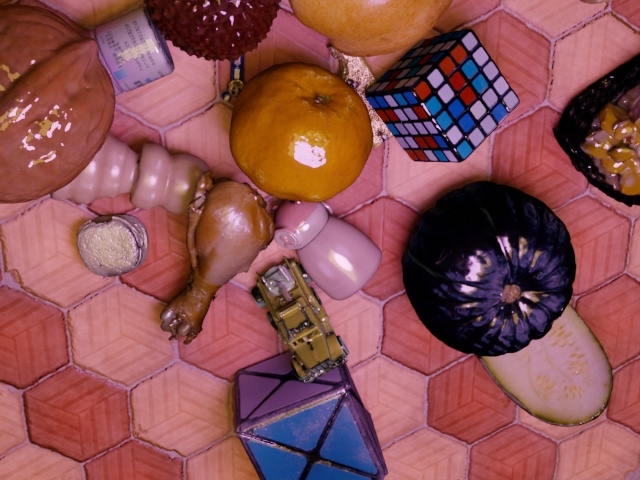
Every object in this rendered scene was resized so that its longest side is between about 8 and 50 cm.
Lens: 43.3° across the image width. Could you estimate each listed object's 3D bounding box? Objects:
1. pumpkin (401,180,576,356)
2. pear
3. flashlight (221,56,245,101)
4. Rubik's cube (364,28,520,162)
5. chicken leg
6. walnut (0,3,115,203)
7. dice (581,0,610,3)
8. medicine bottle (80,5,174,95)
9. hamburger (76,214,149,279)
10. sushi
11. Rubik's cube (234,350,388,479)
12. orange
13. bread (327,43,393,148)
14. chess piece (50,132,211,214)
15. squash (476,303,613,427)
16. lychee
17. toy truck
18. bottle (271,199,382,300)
[{"bbox_3d":[0.351,0.063,1.672,0.364,0.266,0.363,-3,107,-11],"label":"pumpkin"},{"bbox_3d":[0.099,-0.479,1.429,0.315,0.314,0.314,-2,110,-7],"label":"pear"},{"bbox_3d":[-0.163,-0.331,1.581,0.057,0.035,0.121,3,109,-8],"label":"flashlight"},{"bbox_3d":[0.231,-0.274,1.553,0.182,0.184,0.187,-45,109,-14],"label":"Rubik's cube"},{"bbox_3d":[-0.222,0.050,1.622,0.201,0.152,0.429,-11,142,-46],"label":"chicken leg"},{"bbox_3d":[-0.499,-0.226,1.325,0.333,0.333,0.332,-2,110,-7],"label":"walnut"},{"bbox_3d":[0.564,-0.555,1.529,0.169,0.169,0.166,-20,110,0],"label":"dice"},{"bbox_3d":[-0.371,-0.343,1.497,0.169,0.135,0.135,-22,111,0],"label":"medicine bottle"},{"bbox_3d":[-0.425,0.012,1.655,0.140,0.062,0.133,0,108,-6],"label":"hamburger"},{"bbox_3d":[0.690,-0.201,1.613,0.328,0.285,0.328,-33,112,4],"label":"sushi"},{"bbox_3d":[-0.026,0.395,1.743,0.260,0.255,0.259,-25,112,1],"label":"Rubik's cube"},{"bbox_3d":[-0.038,-0.199,1.526,0.279,0.279,0.235,20,141,-14],"label":"orange"},{"bbox_3d":[0.082,-0.298,1.619,0.088,0.049,0.226,-34,110,5],"label":"bread"},{"bbox_3d":[-0.360,-0.134,1.576,0.300,0.167,0.166,11,108,-19],"label":"chess piece"},{"bbox_3d":[0.480,0.257,1.734,0.234,0.309,0.210,-34,110,5],"label":"squash"},{"bbox_3d":[-0.183,-0.453,1.412,0.268,0.267,0.267,-2,110,-7],"label":"lychee"},{"bbox_3d":[-0.054,0.158,1.660,0.128,0.135,0.259,-30,69,3],"label":"toy truck"},{"bbox_3d":[0.000,0.000,1.666,0.147,0.147,0.236,-45,106,9],"label":"bottle"}]
